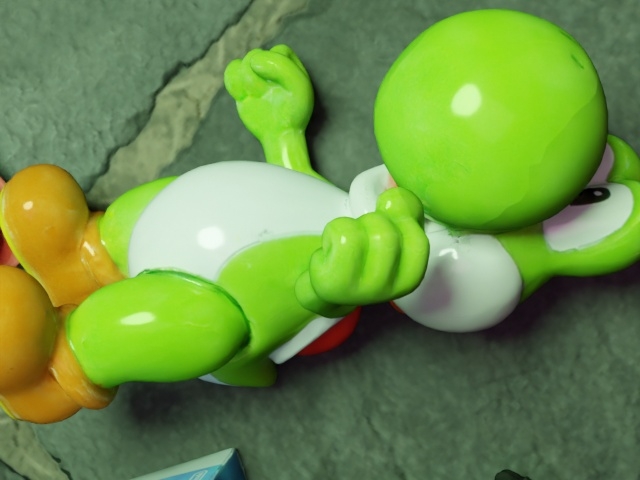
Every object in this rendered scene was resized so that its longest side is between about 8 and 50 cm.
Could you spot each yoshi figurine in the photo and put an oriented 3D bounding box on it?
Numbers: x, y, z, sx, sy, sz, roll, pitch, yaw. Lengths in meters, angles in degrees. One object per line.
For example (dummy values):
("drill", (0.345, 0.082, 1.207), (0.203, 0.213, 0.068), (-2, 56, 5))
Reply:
("yoshi figurine", (-0.006, -0.026, 0.438), (0.362, 0.203, 0.203), (-11, 85, 4))

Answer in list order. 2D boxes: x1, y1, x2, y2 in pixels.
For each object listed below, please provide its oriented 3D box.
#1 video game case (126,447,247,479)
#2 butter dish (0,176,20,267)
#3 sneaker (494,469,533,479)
("video game case", (-0.176, 0.201, 0.425), (0.244, 0.269, 0.061), (-19, 89, 7))
("butter dish", (-0.284, -0.006, 0.494), (0.160, 0.118, 0.160), (-35, 103, 8))
("sneaker", (0.036, 0.224, 0.488), (0.276, 0.097, 0.135), (-26, 90, 5))
